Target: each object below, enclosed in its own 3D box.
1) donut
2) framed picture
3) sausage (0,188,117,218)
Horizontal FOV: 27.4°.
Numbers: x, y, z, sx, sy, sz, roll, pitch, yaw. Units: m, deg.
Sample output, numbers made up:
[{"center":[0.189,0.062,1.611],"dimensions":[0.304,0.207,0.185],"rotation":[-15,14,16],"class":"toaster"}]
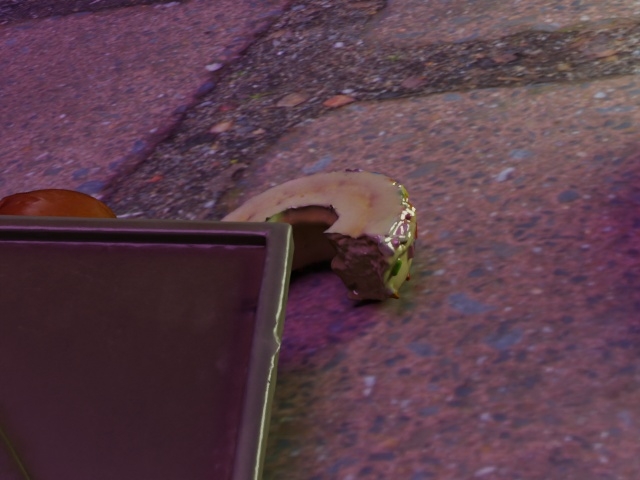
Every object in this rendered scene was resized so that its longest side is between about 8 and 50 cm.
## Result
[{"center":[0.004,-0.002,0.962],"dimensions":[0.166,0.065,0.108],"rotation":[0,31,31],"class":"donut"},{"center":[-0.191,0.136,0.690],"dimensions":[0.326,0.028,0.446],"rotation":[2,41,5],"class":"framed picture"},{"center":[-0.207,0.046,0.925],"dimensions":[0.133,0.133,0.258],"rotation":[-9,28,15],"class":"sausage"}]
